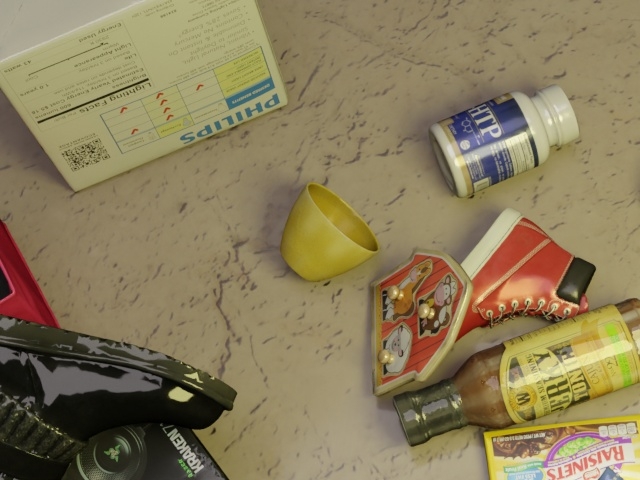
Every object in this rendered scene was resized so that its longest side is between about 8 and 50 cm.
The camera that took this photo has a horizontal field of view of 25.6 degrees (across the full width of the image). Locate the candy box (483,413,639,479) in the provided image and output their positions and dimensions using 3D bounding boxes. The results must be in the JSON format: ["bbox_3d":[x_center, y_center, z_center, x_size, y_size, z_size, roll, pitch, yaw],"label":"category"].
[{"bbox_3d":[0.317,0.286,1.802,0.206,0.027,0.105,-8,71,5],"label":"candy box"}]

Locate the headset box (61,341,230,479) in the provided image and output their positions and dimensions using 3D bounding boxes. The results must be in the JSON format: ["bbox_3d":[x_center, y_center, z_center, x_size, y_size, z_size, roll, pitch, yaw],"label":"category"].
[{"bbox_3d":[-0.286,0.320,1.816,0.283,0.131,0.246,-36,67,-7],"label":"headset box"}]

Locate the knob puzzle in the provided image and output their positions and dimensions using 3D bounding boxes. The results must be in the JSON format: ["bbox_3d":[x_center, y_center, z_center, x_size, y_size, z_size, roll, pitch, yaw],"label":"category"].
[{"bbox_3d":[0.123,0.092,1.826,0.030,0.213,0.213,22,65,-31],"label":"knob puzzle"}]

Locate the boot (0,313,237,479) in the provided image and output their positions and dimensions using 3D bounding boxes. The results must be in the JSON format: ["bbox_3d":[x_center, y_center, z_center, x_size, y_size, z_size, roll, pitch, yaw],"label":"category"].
[{"bbox_3d":[-0.295,0.246,1.701,0.348,0.131,0.260,14,82,-3],"label":"boot"}]

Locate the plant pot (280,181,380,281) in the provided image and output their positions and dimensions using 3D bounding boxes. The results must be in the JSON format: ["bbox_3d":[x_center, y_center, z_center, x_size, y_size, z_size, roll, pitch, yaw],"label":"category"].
[{"bbox_3d":[0.000,0.000,1.922,0.095,0.134,0.134,-46,67,16],"label":"plant pot"}]

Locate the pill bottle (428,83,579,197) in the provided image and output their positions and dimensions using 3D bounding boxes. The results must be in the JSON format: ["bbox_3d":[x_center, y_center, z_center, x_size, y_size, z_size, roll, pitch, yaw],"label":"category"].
[{"bbox_3d":[0.254,-0.143,1.942,0.187,0.112,0.112,-23,66,-2],"label":"pill bottle"}]

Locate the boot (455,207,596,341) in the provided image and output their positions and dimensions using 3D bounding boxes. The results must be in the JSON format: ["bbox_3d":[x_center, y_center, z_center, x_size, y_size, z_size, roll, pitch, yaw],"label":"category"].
[{"bbox_3d":[0.251,0.096,1.862,0.176,0.088,0.244,37,77,14],"label":"boot"}]

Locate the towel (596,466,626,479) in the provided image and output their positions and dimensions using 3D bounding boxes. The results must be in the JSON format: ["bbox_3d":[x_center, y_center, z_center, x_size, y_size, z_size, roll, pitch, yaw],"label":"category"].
[{"bbox_3d":[0.405,0.469,1.694,0.336,0.040,0.243,39,80,18],"label":"towel"}]

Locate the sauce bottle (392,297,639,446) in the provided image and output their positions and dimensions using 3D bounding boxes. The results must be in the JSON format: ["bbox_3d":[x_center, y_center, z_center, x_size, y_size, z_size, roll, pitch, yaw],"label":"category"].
[{"bbox_3d":[0.265,0.178,1.811,0.344,0.111,0.111,-21,66,0],"label":"sauce bottle"}]

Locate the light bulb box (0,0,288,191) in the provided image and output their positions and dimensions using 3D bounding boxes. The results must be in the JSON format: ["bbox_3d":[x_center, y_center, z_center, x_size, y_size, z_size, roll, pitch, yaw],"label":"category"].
[{"bbox_3d":[-0.268,-0.295,1.944,0.358,0.361,0.225,-23,65,-2],"label":"light bulb box"}]

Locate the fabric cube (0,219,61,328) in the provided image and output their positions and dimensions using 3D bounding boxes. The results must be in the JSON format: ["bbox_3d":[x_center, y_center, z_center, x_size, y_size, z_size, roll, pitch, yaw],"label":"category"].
[{"bbox_3d":[-0.526,0.081,1.882,0.259,0.258,0.254,-31,68,-6],"label":"fabric cube"}]
